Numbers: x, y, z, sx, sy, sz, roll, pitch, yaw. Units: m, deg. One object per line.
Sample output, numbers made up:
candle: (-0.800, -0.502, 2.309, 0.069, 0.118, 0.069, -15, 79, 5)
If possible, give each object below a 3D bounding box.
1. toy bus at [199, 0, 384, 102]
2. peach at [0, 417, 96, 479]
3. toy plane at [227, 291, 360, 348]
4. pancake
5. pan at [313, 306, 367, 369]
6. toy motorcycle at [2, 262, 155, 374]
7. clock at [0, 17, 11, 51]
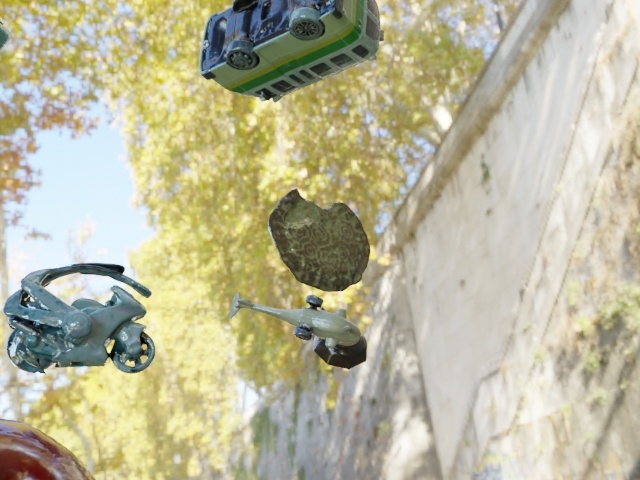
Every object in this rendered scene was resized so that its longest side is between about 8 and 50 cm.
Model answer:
toy bus: (-0.045, -0.321, 1.301, 0.276, 0.134, 0.164, -16, -33, 35)
peach: (-0.287, 0.321, 0.713, 0.201, 0.258, 0.362, 12, -61, -10)
toy plane: (-0.054, 0.161, 1.707, 0.286, 0.092, 0.108, 14, -20, 9)
pancake: (0.000, 0.000, 1.596, 0.235, 0.212, 0.029, 23, -35, -26)
pan: (0.027, 0.216, 1.940, 0.128, 0.202, 0.048, -18, -45, -39)
toy motorcycle: (-0.428, 0.139, 1.479, 0.259, 0.206, 0.154, 1, -23, -14)
clock: (-0.736, -0.465, 1.596, 0.094, 0.274, 0.223, -51, -43, 2)
